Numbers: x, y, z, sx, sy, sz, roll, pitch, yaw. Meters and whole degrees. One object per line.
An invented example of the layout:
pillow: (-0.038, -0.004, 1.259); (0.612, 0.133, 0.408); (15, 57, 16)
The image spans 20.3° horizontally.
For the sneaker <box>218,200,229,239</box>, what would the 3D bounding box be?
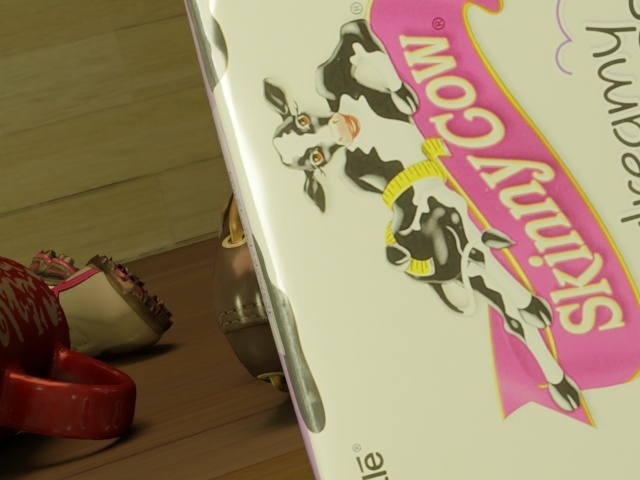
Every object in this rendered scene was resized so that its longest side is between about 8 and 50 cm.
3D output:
sneaker: (0.050, -0.021, 1.109); (0.151, 0.094, 0.256); (-13, 3, -26)

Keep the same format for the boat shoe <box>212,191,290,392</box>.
boat shoe: (0.000, 0.000, 0.818); (0.096, 0.117, 0.324); (-12, 9, -2)

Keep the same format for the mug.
mug: (-0.162, 0.064, 0.794); (0.113, 0.150, 0.169); (-51, -4, 4)

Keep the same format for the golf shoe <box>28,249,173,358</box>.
golf shoe: (-0.157, 0.056, 1.143); (0.086, 0.067, 0.186); (-50, 22, -20)

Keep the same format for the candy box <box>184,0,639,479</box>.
candy box: (0.078, -0.027, 0.403); (0.196, 0.165, 0.070); (-16, 2, 0)
